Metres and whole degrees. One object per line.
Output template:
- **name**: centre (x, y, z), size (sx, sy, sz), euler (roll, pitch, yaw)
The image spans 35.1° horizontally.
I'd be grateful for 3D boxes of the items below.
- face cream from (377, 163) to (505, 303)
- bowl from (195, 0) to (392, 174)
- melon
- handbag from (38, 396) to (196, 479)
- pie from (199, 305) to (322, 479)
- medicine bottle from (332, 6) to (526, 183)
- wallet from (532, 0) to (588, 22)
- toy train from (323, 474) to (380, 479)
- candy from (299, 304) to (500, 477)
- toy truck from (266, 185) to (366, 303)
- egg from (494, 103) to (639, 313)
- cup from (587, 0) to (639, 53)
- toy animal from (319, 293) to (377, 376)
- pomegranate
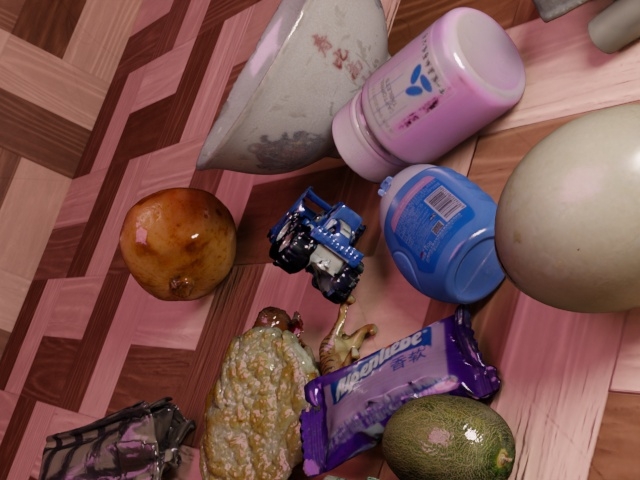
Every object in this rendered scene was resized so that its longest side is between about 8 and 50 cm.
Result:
- **face cream**: centre (0.145, -0.018, 1.286), size (0.149, 0.083, 0.264), euler (-55, 28, 10)
- **bowl**: centre (-0.008, -0.252, 1.591), size (0.435, 0.196, 0.435), euler (-55, 15, 22)
- **melon**: centre (0.137, 0.220, 1.069), size (0.167, 0.114, 0.114), euler (2, 69, 50)
- **handbag**: centre (-0.365, 0.461, 1.716), size (0.327, 0.162, 0.325), euler (-28, 47, 38)
- **pie**: centre (-0.090, 0.253, 1.457), size (0.274, 0.105, 0.257), euler (-55, 37, 19)
- **medicine bottle**: centre (0.140, -0.188, 1.364), size (0.254, 0.152, 0.152), euler (-32, 41, 44)
- **wallet**: centre (0.393, -0.386, 1.131), size (0.360, 0.083, 0.252), euler (-23, 29, 53)
- **toy train**: centre (0.105, 0.322, 1.000), size (0.326, 0.159, 0.129), euler (2, 72, 57)
- **candy**: centre (0.086, 0.179, 1.215), size (0.275, 0.070, 0.145), euler (-30, 36, 23)
- **toy truck**: centre (0.000, 0.000, 1.459), size (0.126, 0.113, 0.208), euler (-55, 14, 1)
- **egg**: centre (0.273, -0.027, 0.957), size (0.253, 0.186, 0.186), euler (-36, 39, 44)
- **cup**: centre (0.350, -0.264, 1.159), size (0.083, 0.054, 0.075), euler (-35, 63, 47)
- **toy animal**: centre (0.033, 0.167, 1.359), size (0.099, 0.057, 0.241), euler (-49, 32, 28)
- **pomegranate**: centre (-0.260, 0.011, 1.836), size (0.215, 0.215, 0.215), euler (-41, 36, 38)
